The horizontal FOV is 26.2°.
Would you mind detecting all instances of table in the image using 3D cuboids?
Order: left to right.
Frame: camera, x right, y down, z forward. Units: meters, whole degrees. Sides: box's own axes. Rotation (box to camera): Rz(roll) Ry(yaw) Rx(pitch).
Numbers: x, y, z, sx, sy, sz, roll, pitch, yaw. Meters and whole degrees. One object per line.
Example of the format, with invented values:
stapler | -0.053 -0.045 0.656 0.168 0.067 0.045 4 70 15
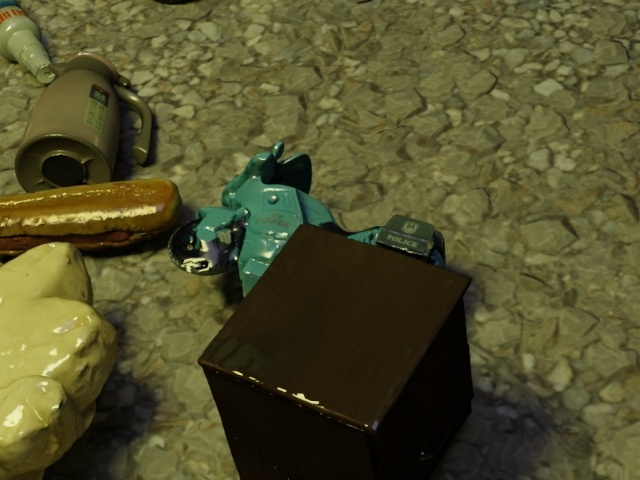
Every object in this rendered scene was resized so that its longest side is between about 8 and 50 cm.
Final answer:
table | 0.028 0.127 1.178 0.173 0.193 0.169 19 53 25

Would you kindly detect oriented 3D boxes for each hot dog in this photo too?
hot dog | -0.286 -0.022 1.462 0.286 0.061 0.087 -1 44 11

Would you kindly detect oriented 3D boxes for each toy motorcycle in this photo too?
toy motorcycle | 0.000 0.000 1.353 0.272 0.123 0.182 16 46 16

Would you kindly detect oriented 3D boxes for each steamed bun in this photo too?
steamed bun | -0.313 0.130 1.281 0.296 0.137 0.292 12 55 30

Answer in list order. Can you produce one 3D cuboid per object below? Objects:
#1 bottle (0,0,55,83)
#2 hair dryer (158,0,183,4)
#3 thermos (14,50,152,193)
bottle | -0.380 -0.258 1.700 0.060 0.060 0.217 -29 51 -16
hair dryer | -0.260 -0.392 1.789 0.251 0.089 0.197 -3 47 16
thermos | -0.256 -0.130 1.542 0.137 0.105 0.193 15 40 -11
